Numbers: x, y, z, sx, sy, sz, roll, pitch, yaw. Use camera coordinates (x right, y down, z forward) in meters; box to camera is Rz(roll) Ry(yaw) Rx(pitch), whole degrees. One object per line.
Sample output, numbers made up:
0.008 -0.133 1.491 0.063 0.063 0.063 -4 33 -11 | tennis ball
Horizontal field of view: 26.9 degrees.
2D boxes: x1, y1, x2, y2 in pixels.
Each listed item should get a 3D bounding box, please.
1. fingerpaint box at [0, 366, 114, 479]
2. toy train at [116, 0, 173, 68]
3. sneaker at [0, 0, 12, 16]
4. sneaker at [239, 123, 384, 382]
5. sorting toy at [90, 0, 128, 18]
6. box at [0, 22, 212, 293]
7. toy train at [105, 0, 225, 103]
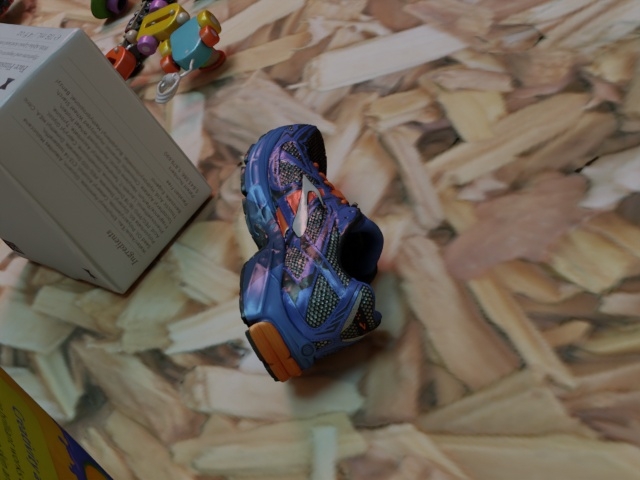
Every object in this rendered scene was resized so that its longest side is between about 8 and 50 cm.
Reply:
-0.183 0.187 0.547 0.163 0.371 0.445 -37 34 -1 | fingerpaint box
-0.180 -0.219 1.355 0.036 0.027 0.158 -18 38 34 | toy train
-0.455 -0.261 1.639 0.225 0.088 0.092 -31 13 12 | sneaker
0.000 0.000 0.882 0.087 0.083 0.221 -15 43 11 | sneaker
-0.205 -0.279 1.439 0.042 0.061 0.102 24 70 17 | sorting toy
-0.217 -0.070 1.065 0.181 0.182 0.119 14 59 51 | box
-0.150 -0.162 1.245 0.166 0.046 0.125 16 71 50 | toy train
